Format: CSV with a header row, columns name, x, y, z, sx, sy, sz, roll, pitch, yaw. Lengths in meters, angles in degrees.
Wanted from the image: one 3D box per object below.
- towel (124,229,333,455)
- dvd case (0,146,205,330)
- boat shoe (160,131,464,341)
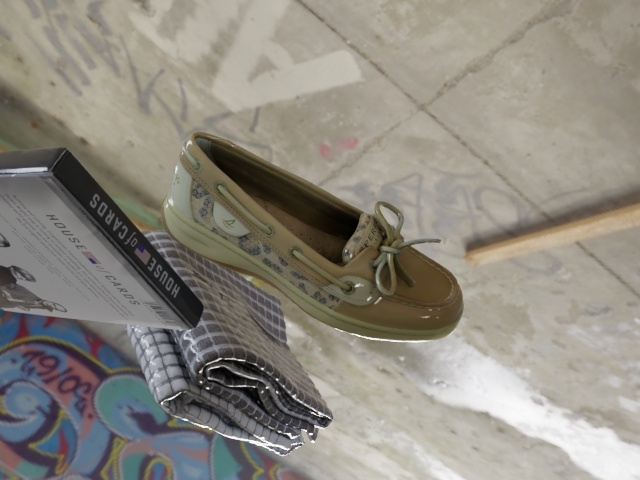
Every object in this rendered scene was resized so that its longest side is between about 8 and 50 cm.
name,x,y,z,sx,sy,sz,roll,pitch,yaw
towel,-0.114,0.129,0.903,0.235,0.121,0.284,51,-174,40
dvd case,-0.228,0.004,0.559,0.239,0.029,0.179,1,142,29
boat shoe,0.000,0.000,0.631,0.285,0.104,0.089,22,127,-2
